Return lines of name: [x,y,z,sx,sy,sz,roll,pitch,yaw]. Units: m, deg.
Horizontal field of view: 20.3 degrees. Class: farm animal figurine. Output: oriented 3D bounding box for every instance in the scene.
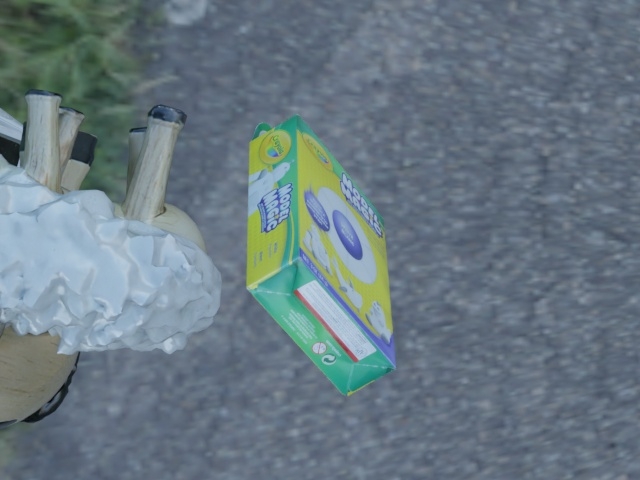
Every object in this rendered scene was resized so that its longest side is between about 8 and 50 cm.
farm animal figurine: [-0.240,0.013,0.742,0.330,0.326,0.172,-6,73,66]

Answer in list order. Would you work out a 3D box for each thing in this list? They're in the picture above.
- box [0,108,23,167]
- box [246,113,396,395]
box: [-0.300,0.029,1.014,0.087,0.169,0.290,36,96,29]
box: [0.000,0.000,1.101,0.043,0.105,0.179,-31,31,17]
